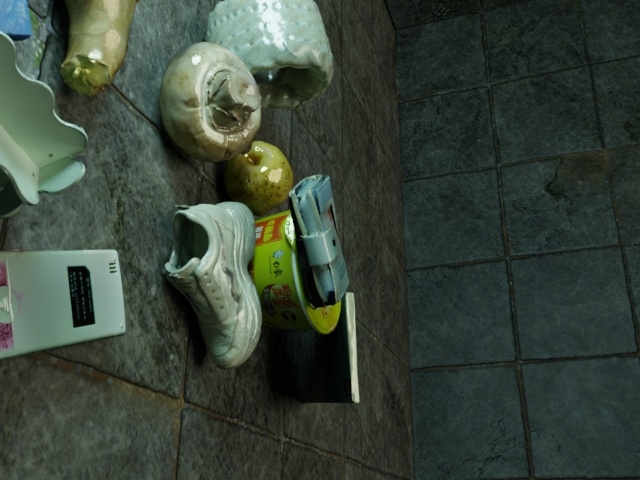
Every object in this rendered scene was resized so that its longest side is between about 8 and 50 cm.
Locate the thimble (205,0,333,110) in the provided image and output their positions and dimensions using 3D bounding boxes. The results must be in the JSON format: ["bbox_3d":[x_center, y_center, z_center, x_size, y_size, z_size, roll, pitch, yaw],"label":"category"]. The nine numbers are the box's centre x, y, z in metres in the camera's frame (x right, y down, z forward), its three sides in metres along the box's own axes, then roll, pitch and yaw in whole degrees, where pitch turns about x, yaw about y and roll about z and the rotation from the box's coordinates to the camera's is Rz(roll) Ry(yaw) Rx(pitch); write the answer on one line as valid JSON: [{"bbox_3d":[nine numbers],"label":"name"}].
[{"bbox_3d":[-0.115,-0.437,1.619,0.291,0.291,0.195,23,57,-69],"label":"thimble"}]

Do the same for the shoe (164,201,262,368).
[{"bbox_3d":[-0.226,0.085,1.365,0.210,0.132,0.342,6,80,-59],"label":"shoe"}]

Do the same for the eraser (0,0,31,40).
[{"bbox_3d":[-0.485,-0.325,0.860,0.312,0.042,0.144,-40,120,-69],"label":"eraser"}]

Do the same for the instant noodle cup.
[{"bbox_3d":[-0.102,0.070,1.566,0.311,0.221,0.311,-8,90,-72],"label":"instant noodle cup"}]

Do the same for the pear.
[{"bbox_3d":[-0.147,-0.143,1.642,0.178,0.178,0.178,-8,90,-72],"label":"pear"}]

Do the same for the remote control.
[{"bbox_3d":[-0.391,0.084,0.964,0.344,0.050,0.145,3,80,-71],"label":"remote control"}]

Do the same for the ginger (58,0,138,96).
[{"bbox_3d":[-0.382,-0.426,1.162,0.236,0.166,0.376,-159,-100,-71],"label":"ginger"}]

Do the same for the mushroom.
[{"bbox_3d":[-0.212,-0.278,1.416,0.255,0.184,0.255,29,54,-49],"label":"mushroom"}]

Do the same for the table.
[{"bbox_3d":[-0.405,-0.152,0.852,0.198,0.166,0.167,62,27,-46],"label":"table"}]

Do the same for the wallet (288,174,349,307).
[{"bbox_3d":[0.000,0.000,1.441,0.176,0.075,0.250,-57,137,-71],"label":"wallet"}]

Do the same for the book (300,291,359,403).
[{"bbox_3d":[0.017,0.286,1.786,0.379,0.031,0.264,145,-57,-67],"label":"book"}]
